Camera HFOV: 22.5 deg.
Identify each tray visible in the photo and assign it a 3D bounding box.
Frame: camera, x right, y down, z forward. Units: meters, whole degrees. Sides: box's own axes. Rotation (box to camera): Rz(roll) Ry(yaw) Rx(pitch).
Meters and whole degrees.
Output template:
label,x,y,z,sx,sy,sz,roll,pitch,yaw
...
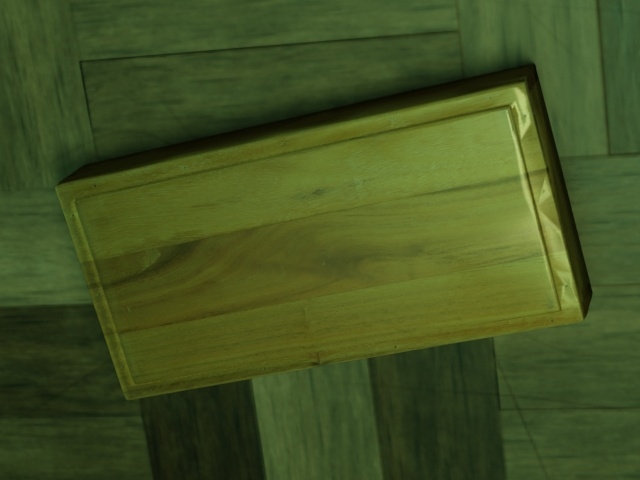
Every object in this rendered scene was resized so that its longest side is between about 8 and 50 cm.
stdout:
label,x,y,z,sx,sy,sz,roll,pitch,yaw
tray,0.000,0.000,1.346,0.411,0.076,0.203,-11,105,19
